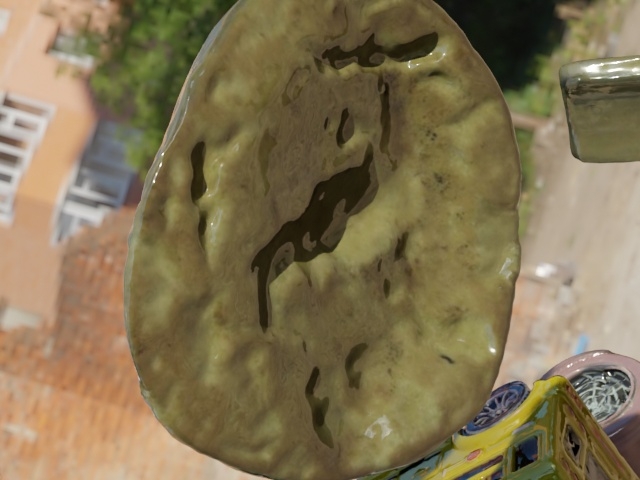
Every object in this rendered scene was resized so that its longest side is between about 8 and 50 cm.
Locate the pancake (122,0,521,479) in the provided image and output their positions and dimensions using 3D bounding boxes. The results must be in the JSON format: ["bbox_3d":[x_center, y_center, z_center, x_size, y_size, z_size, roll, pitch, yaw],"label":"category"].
[{"bbox_3d":[0.000,0.000,0.768,0.050,0.242,0.242,8,79,51],"label":"pancake"}]

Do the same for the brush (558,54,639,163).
[{"bbox_3d":[0.237,-0.069,0.660,0.054,0.282,0.048,72,-162,-47],"label":"brush"}]

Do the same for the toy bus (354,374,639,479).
[{"bbox_3d":[0.073,0.242,1.266,0.331,0.145,0.151,-32,13,21],"label":"toy bus"}]

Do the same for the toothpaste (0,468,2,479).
[{"bbox_3d":[-0.183,0.112,0.784,0.234,0.089,0.057,141,127,-81],"label":"toothpaste"}]

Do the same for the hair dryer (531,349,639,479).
[{"bbox_3d":[0.231,0.276,1.345,0.210,0.125,0.352,61,-148,-31],"label":"hair dryer"}]
